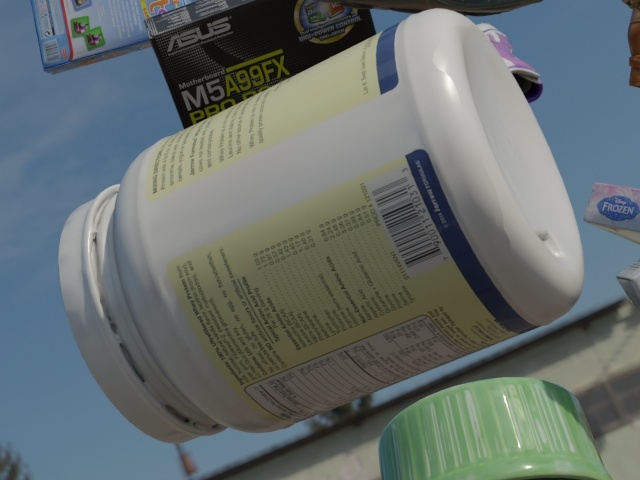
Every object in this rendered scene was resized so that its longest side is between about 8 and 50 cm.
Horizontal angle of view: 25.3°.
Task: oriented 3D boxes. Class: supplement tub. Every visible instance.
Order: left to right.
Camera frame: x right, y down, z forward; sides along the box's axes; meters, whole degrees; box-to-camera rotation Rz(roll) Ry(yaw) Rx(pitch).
[{"bbox_3d":[0.000,0.000,1.029,0.325,0.235,0.235,-24,-14,20],"label":"supplement tub"}]

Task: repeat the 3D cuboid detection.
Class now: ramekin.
[{"bbox_3d":[0.218,0.300,1.829,0.304,0.148,0.303,-8,-33,-5],"label":"ramekin"}]

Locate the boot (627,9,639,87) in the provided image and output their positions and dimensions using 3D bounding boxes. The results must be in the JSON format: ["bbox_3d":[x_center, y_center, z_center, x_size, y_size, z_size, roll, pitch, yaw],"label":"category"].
[{"bbox_3d":[0.559,-0.296,2.174,0.197,0.152,0.073,5,-1,-8],"label":"boot"}]

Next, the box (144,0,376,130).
[{"bbox_3d":[-0.059,-0.219,1.791,0.270,0.060,0.216,-20,-55,-3],"label":"box"}]

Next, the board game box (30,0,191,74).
[{"bbox_3d":[-0.281,-0.325,1.895,0.212,0.160,0.039,-14,-8,12],"label":"board game box"}]

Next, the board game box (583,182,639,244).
[{"bbox_3d":[0.609,0.005,2.099,0.319,0.065,0.318,20,-4,-41],"label":"board game box"}]

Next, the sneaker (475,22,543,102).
[{"bbox_3d":[0.263,-0.244,2.108,0.102,0.161,0.282,-63,-18,17],"label":"sneaker"}]

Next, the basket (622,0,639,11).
[{"bbox_3d":[0.543,-0.361,1.761,0.213,0.223,0.299,-66,10,-27],"label":"basket"}]

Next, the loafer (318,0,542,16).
[{"bbox_3d":[0.107,-0.259,1.362,0.268,0.096,0.084,5,-8,23],"label":"loafer"}]

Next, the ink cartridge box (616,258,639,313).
[{"bbox_3d":[0.449,0.062,1.440,0.223,0.224,0.045,-35,8,-6],"label":"ink cartridge box"}]
